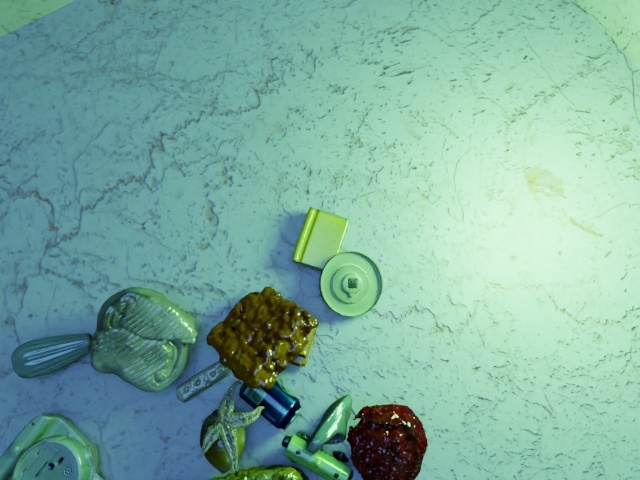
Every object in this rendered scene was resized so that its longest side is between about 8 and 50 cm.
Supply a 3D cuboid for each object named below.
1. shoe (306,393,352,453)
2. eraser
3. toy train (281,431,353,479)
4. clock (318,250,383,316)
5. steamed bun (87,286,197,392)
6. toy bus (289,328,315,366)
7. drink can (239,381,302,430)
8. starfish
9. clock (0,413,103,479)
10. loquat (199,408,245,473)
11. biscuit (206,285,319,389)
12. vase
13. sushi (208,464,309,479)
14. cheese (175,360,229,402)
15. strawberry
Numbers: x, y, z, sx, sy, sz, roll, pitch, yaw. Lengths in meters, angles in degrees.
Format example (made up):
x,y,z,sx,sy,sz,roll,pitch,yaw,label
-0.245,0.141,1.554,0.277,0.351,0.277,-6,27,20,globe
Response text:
x,y,z,sx,sy,sz,roll,pitch,yaw,label
0.048,0.598,1.579,0.100,0.103,0.251,45,39,6,shoe
0.000,0.000,1.814,0.158,0.069,0.226,18,75,4,eraser
-0.009,0.699,1.569,0.253,0.157,0.105,28,79,6,toy train
0.110,0.153,1.753,0.235,0.029,0.234,1,85,-14,clock
-0.592,0.311,1.667,0.324,0.219,0.309,26,90,-17,steamed bun
-0.064,0.353,1.711,0.070,0.074,0.162,16,74,4,toy bus
-0.165,0.529,1.641,0.205,0.118,0.118,38,78,10,drink can
-0.267,0.567,1.530,0.138,0.050,0.247,24,65,1,starfish
-0.861,0.747,1.594,0.324,0.108,0.265,33,77,9,clock
-0.316,0.644,1.593,0.152,0.152,0.195,-13,73,-3,loquat
-0.202,0.314,1.657,0.318,0.110,0.312,27,65,40,biscuit
-0.909,0.385,1.694,0.248,0.128,0.128,-16,74,-13,vase
-0.206,0.877,1.479,0.397,0.240,0.351,-7,73,-4,sushi
-0.408,0.484,1.698,0.194,0.043,0.065,-33,71,-6,cheese
0.221,0.640,1.537,0.274,0.220,0.274,3,80,-14,strawberry
